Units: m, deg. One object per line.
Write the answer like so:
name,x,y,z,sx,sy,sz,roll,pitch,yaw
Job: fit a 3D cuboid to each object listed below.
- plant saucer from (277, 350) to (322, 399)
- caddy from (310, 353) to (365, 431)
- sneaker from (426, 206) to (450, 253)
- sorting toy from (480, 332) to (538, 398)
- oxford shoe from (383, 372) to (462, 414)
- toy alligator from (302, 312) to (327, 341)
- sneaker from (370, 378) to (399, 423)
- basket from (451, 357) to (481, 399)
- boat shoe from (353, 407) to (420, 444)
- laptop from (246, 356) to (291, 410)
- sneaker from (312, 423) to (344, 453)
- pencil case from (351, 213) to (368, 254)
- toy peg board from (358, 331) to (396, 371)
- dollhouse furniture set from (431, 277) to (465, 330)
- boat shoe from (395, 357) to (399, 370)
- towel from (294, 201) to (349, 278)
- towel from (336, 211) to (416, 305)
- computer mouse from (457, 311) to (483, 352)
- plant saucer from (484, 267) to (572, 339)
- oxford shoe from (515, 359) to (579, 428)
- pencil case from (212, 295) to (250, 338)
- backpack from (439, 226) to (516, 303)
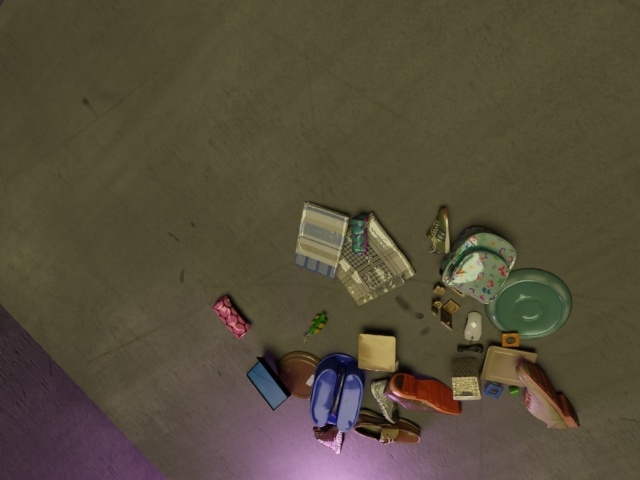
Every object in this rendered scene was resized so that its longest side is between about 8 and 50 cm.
plant saucer,-0.087,0.666,2.144,0.277,0.041,0.278,5,112,14
caddy,0.078,0.699,2.026,0.241,0.179,0.342,12,96,2
sneaker,0.448,-0.032,1.688,0.086,0.064,0.192,-5,113,13
sorting toy,0.776,0.512,1.822,0.195,0.047,0.348,6,117,9
oxford shoe,0.451,0.692,1.947,0.363,0.130,0.133,23,133,-8
toy alligator,-0.017,0.400,2.011,0.051,0.056,0.190,14,123,-35
sneaker,0.336,0.733,2.022,0.132,0.086,0.229,-29,100,22
basket,0.604,0.573,1.836,0.113,0.167,0.103,-9,102,19
boat shoe,0.305,0.906,2.079,0.323,0.120,0.123,10,114,12
laptop,-0.262,0.693,2.116,0.136,0.264,0.234,-40,77,-9
sneaker,0.041,0.928,2.177,0.162,0.106,0.282,13,115,14
pencil case,0.156,-0.022,1.727,0.070,0.064,0.152,21,122,44
toy peg board,0.252,0.478,1.932,0.161,0.079,0.161,2,100,16
dollhouse furniture set,0.515,0.237,1.745,0.144,0.123,0.151,38,116,-1
boat shoe,0.263,0.560,1.990,0.184,0.066,0.063,-5,109,8
towel,0.000,0.000,1.823,0.209,0.034,0.285,19,111,20
towel,0.188,0.092,1.822,0.312,0.056,0.324,-34,99,25
computer mouse,0.626,0.386,1.818,0.105,0.042,0.193,4,112,16
plant saucer,0.808,0.260,1.715,0.317,0.044,0.318,6,113,15
oxford shoe,0.883,0.641,1.775,0.146,0.141,0.397,-33,107,31
pencil case,-0.420,0.363,2.093,0.098,0.095,0.209,-36,101,10
backpack,0.587,0.085,1.627,0.225,0.191,0.254,27,102,-1
